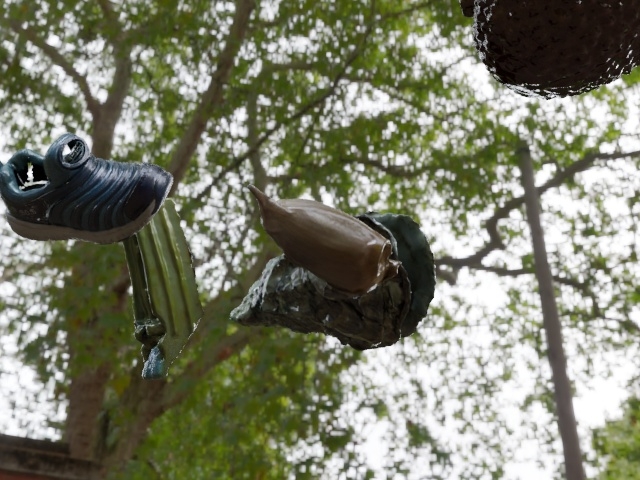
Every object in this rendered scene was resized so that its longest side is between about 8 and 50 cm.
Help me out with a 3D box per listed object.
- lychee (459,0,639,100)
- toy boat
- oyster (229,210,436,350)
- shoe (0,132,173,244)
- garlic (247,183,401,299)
[{"bbox_3d":[0.215,-0.212,0.738,0.195,0.194,0.194,2,-35,1],"label":"lychee"},{"bbox_3d":[-0.225,0.051,1.164,0.084,0.276,0.111,-9,-7,-25],"label":"toy boat"},{"bbox_3d":[0.008,0.063,1.065,0.158,0.162,0.351,10,-19,-41],"label":"oyster"},{"bbox_3d":[-0.254,-0.058,0.876,0.207,0.091,0.106,1,-46,18],"label":"shoe"},{"bbox_3d":[0.003,-0.004,0.773,0.152,0.066,0.084,28,-39,5],"label":"garlic"}]
